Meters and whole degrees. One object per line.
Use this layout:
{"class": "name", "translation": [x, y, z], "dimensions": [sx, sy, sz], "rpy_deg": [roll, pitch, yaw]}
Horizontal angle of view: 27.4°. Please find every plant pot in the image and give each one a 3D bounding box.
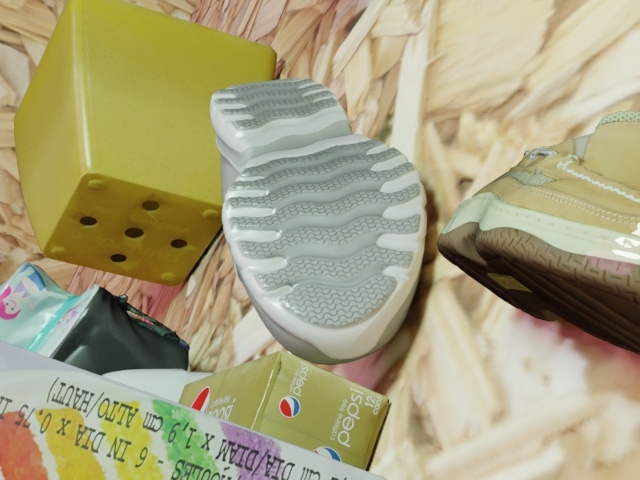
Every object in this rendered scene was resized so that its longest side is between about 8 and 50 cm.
{"class": "plant pot", "translation": [-0.176, -0.081, 1.272], "dimensions": [0.212, 0.212, 0.187], "rpy_deg": [-52, 32, 45]}

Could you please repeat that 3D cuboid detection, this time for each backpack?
{"class": "backpack", "translation": [-0.209, 0.139, 1.021], "dimensions": [0.225, 0.191, 0.253], "rpy_deg": [-53, -3, -7]}

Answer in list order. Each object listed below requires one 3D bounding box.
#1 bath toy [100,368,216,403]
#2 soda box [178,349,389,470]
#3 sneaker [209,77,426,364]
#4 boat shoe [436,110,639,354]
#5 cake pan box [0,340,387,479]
{"class": "bath toy", "translation": [-0.162, 0.227, 0.820], "dimensions": [0.348, 0.129, 0.151], "rpy_deg": [-62, 14, 10]}
{"class": "soda box", "translation": [-0.032, 0.103, 0.680], "dimensions": [0.181, 0.061, 0.058], "rpy_deg": [-30, 37, 67]}
{"class": "sneaker", "translation": [0.000, 0.000, 0.738], "dimensions": [0.281, 0.105, 0.115], "rpy_deg": [-106, 9, -64]}
{"class": "boat shoe", "translation": [0.090, -0.012, 0.427], "dimensions": [0.072, 0.068, 0.190], "rpy_deg": [-54, 13, -3]}
{"class": "cake pan box", "translation": [-0.125, 0.171, 0.511], "dimensions": [0.070, 0.266, 0.246], "rpy_deg": [99, -168, -67]}
